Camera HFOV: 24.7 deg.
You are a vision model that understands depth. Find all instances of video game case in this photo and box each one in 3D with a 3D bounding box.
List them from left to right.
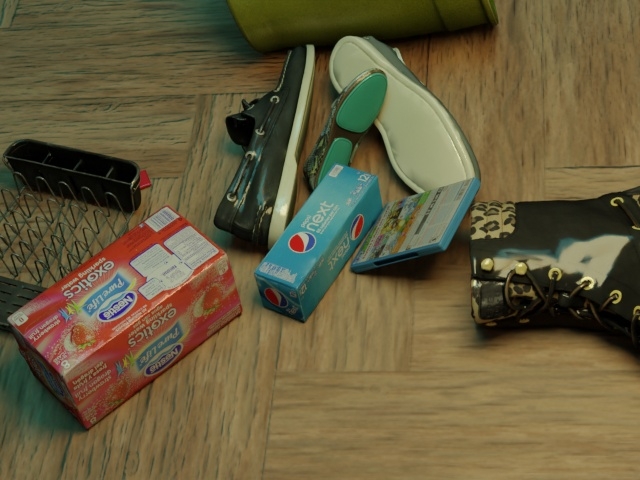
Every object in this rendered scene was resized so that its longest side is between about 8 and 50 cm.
[{"bbox_3d":[0.119,-0.019,1.854,0.166,0.015,0.119,-15,36,48],"label":"video game case"}]

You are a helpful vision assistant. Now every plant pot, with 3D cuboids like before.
[{"bbox_3d":[0.035,-0.432,2.104,0.352,0.366,0.367,-17,48,11],"label":"plant pot"}]

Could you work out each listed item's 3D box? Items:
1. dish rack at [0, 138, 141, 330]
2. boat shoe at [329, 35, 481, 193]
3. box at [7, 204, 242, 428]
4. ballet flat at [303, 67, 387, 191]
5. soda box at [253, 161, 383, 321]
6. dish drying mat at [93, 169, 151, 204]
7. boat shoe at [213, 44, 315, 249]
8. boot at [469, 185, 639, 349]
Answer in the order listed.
[{"bbox_3d":[-0.374,-0.003,1.950,0.208,0.074,0.272,12,54,21],"label":"dish rack"},{"bbox_3d":[0.133,-0.166,1.979,0.099,0.116,0.319,-1,42,-42],"label":"boat shoe"},{"bbox_3d":[-0.238,0.093,1.811,0.257,0.123,0.128,-37,53,-21],"label":"box"},{"bbox_3d":[0.027,-0.152,1.965,0.070,0.070,0.188,34,101,32],"label":"ballet flat"},{"bbox_3d":[0.000,0.000,1.884,0.067,0.071,0.210,20,56,26],"label":"soda box"},{"bbox_3d":[-0.279,-0.074,2.039,0.083,0.008,0.032,-20,50,-9],"label":"dish drying mat"},{"bbox_3d":[-0.077,-0.137,1.982,0.113,0.127,0.340,8,60,2],"label":"boat shoe"},{"bbox_3d":[0.319,0.070,1.723,0.284,0.138,0.377,-2,45,6],"label":"boot"}]
